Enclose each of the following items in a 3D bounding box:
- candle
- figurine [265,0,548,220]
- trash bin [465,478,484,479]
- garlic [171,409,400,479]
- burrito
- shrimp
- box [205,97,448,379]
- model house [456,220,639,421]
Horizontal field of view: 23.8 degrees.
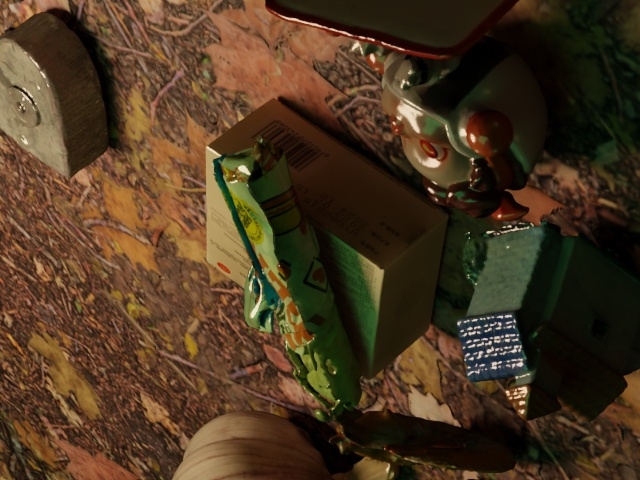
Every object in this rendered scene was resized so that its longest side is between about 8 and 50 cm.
[{"bbox_3d":[-0.292,-0.152,1.620,0.168,0.068,0.192,57,151,-12],"label":"candle"},{"bbox_3d":[0.097,-0.109,1.118,0.183,0.160,0.226,22,146,39],"label":"figurine"},{"bbox_3d":[0.190,0.315,1.407,0.225,0.165,0.115,4,126,53],"label":"trash bin"},{"bbox_3d":[-0.019,0.281,1.646,0.253,0.245,0.245,-30,100,19],"label":"garlic"},{"bbox_3d":[-0.035,0.033,1.320,0.104,0.054,0.288,13,134,45],"label":"burrito"},{"bbox_3d":[0.096,0.186,1.409,0.132,0.187,0.051,171,107,-69],"label":"shrimp"},{"bbox_3d":[0.000,0.000,1.383,0.212,0.095,0.168,35,144,24],"label":"box"},{"bbox_3d":[0.170,0.082,1.165,0.148,0.148,0.119,36,151,-25],"label":"model house"}]
